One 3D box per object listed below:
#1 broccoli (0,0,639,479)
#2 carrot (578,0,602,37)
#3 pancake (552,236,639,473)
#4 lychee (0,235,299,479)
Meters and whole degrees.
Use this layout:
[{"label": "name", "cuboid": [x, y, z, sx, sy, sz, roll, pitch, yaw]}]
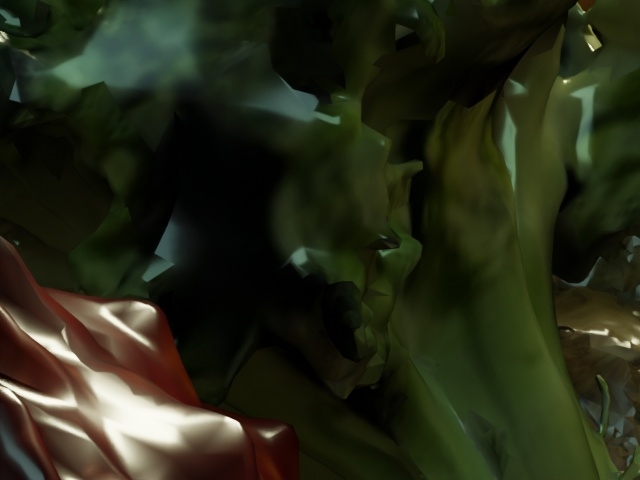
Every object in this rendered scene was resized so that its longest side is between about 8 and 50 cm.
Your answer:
[{"label": "broccoli", "cuboid": [-0.009, 0.007, 0.624, 0.281, 0.348, 0.293, 49, 22, 8]}, {"label": "carrot", "cuboid": [0.191, -0.183, 0.906, 0.254, 0.196, 0.196, 9, 50, -8]}, {"label": "pancake", "cuboid": [0.211, 0.060, 0.775, 0.387, 0.082, 0.387, 1, 48, -1]}, {"label": "lychee", "cuboid": [-0.177, 0.172, 0.382, 0.500, 0.424, 0.424, 42, 54, 8]}]
